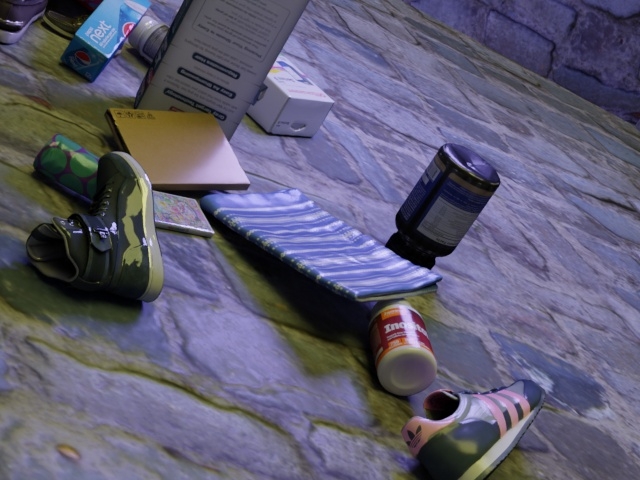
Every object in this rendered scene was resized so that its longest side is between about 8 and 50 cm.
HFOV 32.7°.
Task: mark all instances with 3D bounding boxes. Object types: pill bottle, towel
[{"bbox_3d":[0.207,-0.050,1.910,0.122,0.219,0.123,26,25,-14],"label":"pill bottle"},{"bbox_3d":[0.000,0.000,1.698,0.336,0.040,0.243,31,21,32],"label":"towel"},{"bbox_3d":[0.115,0.148,1.588,0.086,0.086,0.152,23,25,-20],"label":"pill bottle"},{"bbox_3d":[-0.293,-0.360,2.069,0.137,0.078,0.078,38,25,11],"label":"pill bottle"}]

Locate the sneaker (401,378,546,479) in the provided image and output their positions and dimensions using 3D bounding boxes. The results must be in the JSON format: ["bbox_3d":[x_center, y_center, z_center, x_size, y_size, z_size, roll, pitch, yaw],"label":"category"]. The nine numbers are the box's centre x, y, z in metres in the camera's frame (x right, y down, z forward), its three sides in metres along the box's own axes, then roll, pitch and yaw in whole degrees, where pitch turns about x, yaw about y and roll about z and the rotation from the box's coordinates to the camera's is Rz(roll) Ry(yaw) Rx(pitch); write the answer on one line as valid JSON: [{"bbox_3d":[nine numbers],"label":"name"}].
[{"bbox_3d":[0.217,0.238,1.509,0.131,0.112,0.319,41,24,12],"label":"sneaker"}]

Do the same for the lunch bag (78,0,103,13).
[{"bbox_3d":[-0.486,-0.556,2.080,0.293,0.120,0.258,36,-13,9],"label":"lunch bag"}]

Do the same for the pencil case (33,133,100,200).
[{"bbox_3d":[-0.324,-0.088,1.534,0.151,0.064,0.070,31,-14,0],"label":"pencil case"}]

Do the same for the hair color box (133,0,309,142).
[{"bbox_3d":[-0.166,-0.332,1.837,0.173,0.347,0.105,24,26,-19],"label":"hair color box"}]

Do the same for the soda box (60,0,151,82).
[{"bbox_3d":[-0.376,-0.371,1.928,0.071,0.067,0.210,35,40,-12],"label":"soda box"}]

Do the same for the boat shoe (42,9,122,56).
[{"bbox_3d":[-0.429,-0.388,1.993,0.152,0.049,0.056,21,25,-25],"label":"boat shoe"}]

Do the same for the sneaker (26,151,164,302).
[{"bbox_3d":[-0.296,-0.032,1.393,0.163,0.086,0.226,10,49,-39],"label":"sneaker"}]

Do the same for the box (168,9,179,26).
[{"bbox_3d":[-0.183,-0.406,2.121,0.114,0.036,0.207,41,31,23],"label":"box"}]

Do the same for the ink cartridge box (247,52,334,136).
[{"bbox_3d":[-0.100,-0.305,2.181,0.212,0.093,0.154,47,28,26],"label":"ink cartridge box"}]

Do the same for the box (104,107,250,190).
[{"bbox_3d":[-0.227,-0.144,1.744,0.201,0.021,0.164,-2,51,-41],"label":"box"}]

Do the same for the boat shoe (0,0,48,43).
[{"bbox_3d":[-0.534,-0.448,1.922,0.116,0.097,0.324,25,25,-15],"label":"boat shoe"}]

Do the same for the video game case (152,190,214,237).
[{"bbox_3d":[-0.225,-0.043,1.633,0.122,0.011,0.087,11,32,-38],"label":"video game case"}]
